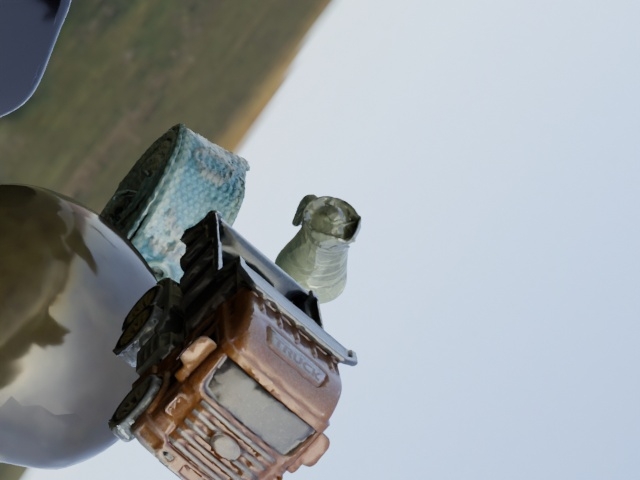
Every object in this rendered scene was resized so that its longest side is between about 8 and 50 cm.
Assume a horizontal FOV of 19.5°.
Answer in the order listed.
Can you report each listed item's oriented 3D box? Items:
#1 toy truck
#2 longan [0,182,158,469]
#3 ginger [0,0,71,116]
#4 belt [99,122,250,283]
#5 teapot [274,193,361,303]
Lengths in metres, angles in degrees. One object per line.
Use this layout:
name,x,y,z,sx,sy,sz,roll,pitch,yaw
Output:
toy truck,-0.043,0.054,0.910,0.092,0.083,0.192,-46,-164,11
longan,-0.207,0.056,1.230,0.198,0.212,0.198,10,90,-66
ginger,-0.377,-0.234,1.429,0.413,0.358,0.211,-50,-133,46
belt,-0.123,-0.012,1.400,0.163,0.082,0.147,-52,-163,33
teapot,0.000,0.000,1.371,0.057,0.067,0.083,-16,153,-27
